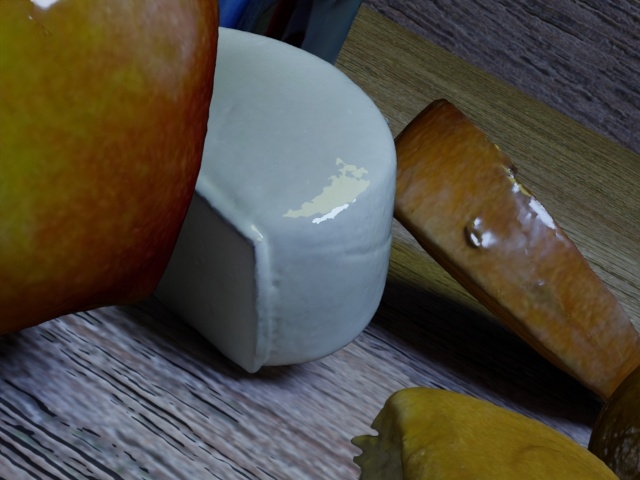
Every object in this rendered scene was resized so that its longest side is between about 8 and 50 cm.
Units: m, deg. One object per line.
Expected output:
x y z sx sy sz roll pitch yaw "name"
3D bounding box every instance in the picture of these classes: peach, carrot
-0.194 -0.100 0.664 0.332 0.308 0.308 58 16 -6 "peach"
0.168 0.021 1.076 0.307 0.100 0.258 43 6 -19 "carrot"

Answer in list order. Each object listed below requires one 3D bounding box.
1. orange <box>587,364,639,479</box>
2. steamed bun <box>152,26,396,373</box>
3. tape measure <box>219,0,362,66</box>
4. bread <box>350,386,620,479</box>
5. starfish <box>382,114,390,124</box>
0.263 0.170 0.782 0.240 0.171 0.240 39 13 -11 "orange"
-0.047 -0.039 0.882 0.164 0.146 0.242 -27 50 -32 "steamed bun"
-0.089 -0.211 1.237 0.138 0.259 0.262 33 22 19 "tape measure"
0.107 0.174 0.621 0.174 0.121 0.245 19 17 -24 "bread"
-0.040 -0.062 1.060 0.213 0.056 0.238 -17 7 -39 "starfish"
